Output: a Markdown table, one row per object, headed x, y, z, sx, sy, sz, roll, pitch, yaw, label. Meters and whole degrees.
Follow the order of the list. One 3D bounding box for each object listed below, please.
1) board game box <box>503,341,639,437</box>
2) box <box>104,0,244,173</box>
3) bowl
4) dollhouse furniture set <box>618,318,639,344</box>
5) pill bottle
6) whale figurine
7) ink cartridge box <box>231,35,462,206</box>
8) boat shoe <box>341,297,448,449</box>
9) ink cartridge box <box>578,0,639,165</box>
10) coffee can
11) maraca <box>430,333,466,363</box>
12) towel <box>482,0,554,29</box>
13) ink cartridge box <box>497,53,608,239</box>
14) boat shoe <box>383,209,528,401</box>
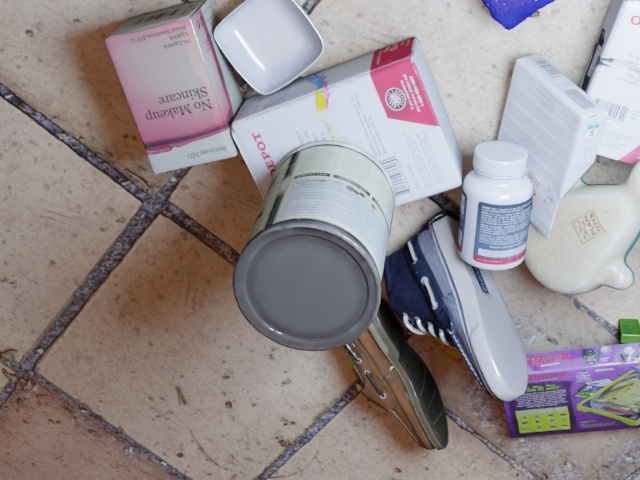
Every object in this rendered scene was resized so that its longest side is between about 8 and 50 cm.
| x | y | z | sx | sy | sz | roll | pitch | yaw | label |
| --- | --- | --- | --- | --- | --- | --- | --- | --- | --- |
| 0.486 | 0.256 | 1.838 | 0.347 | 0.056 | 0.208 | -7 | 142 | 12 | board game box |
| -0.220 | -0.243 | 1.692 | 0.148 | 0.127 | 0.232 | -12 | 114 | 14 | box |
| -0.076 | -0.316 | 1.672 | 0.142 | 0.053 | 0.142 | -34 | 106 | 18 | bowl |
| 0.532 | 0.213 | 1.845 | 0.076 | 0.058 | 0.152 | 3 | 117 | 8 | dollhouse furniture set |
| 0.270 | -0.055 | 1.644 | 0.108 | 0.108 | 0.180 | 5 | 120 | 6 | pill bottle |
| 0.439 | -0.027 | 1.667 | 0.272 | 0.141 | 0.216 | -37 | 74 | 42 | whale figurine |
| 0.047 | -0.158 | 1.692 | 0.306 | 0.131 | 0.226 | -16 | 114 | 18 | ink cartridge box |
| 0.126 | 0.245 | 1.905 | 0.104 | 0.111 | 0.307 | -23 | 101 | 23 | boat shoe |
| 0.487 | -0.239 | 1.601 | 0.172 | 0.100 | 0.237 | 16 | 119 | 0 | ink cartridge box |
| 0.000 | 0.000 | 1.552 | 0.201 | 0.275 | 0.201 | 4 | 120 | 7 | coffee can |
| 0.266 | 0.168 | 1.842 | 0.127 | 0.099 | 0.185 | -32 | 116 | 33 | maraca |
| 0.333 | -0.473 | 1.528 | 0.308 | 0.076 | 0.227 | -32 | 101 | 22 | towel |
| 0.342 | -0.143 | 1.636 | 0.056 | 0.181 | 0.225 | -13 | 132 | -21 | ink cartridge box |
| 0.211 | 0.129 | 1.730 | 0.158 | 0.340 | 0.127 | -35 | 141 | 29 | boat shoe |
